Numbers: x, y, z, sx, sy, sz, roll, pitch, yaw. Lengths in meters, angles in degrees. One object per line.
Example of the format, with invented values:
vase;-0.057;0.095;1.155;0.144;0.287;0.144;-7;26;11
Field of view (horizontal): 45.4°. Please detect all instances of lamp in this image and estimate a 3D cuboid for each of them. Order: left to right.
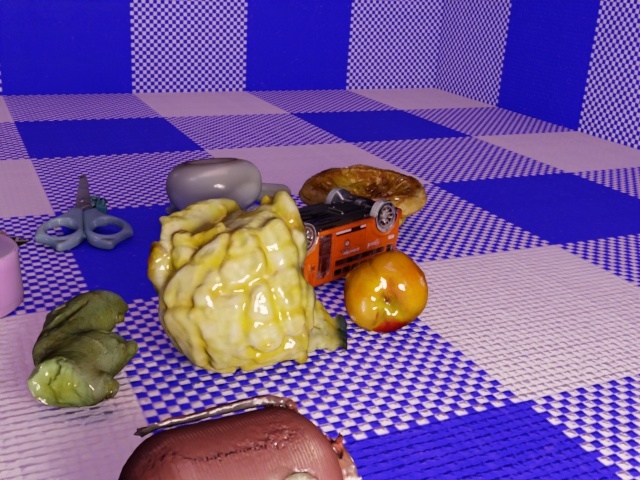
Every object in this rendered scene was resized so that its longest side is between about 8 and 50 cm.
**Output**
lamp;-0.087;0.242;0.710;0.258;0.180;0.180;-5;22;-28

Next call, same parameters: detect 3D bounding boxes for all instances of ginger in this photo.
ginger;-0.330;0.147;1.074;0.137;0.089;0.290;-21;21;-12

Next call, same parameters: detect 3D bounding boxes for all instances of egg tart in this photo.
egg tart;0.093;-0.084;1.725;0.290;0.115;0.290;1;21;0

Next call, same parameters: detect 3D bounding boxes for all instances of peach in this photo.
peach;0.107;0.085;1.244;0.138;0.138;0.138;3;20;-1

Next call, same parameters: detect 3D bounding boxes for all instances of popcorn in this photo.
popcorn;-0.115;0.060;1.111;0.237;0.293;0.293;-12;17;12

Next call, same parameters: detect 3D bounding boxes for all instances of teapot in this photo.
teapot;-0.184;-0.110;1.693;0.318;0.149;0.220;-8;14;-24

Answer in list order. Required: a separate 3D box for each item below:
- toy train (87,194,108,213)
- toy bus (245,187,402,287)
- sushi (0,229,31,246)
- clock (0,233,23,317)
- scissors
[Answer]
toy train;-0.507;-0.081;1.740;0.045;0.029;0.092;7;18;-14
toy bus;0.000;0.000;1.425;0.143;0.153;0.329;19;24;40
sushi;-0.656;-0.003;1.501;0.120;0.026;0.126;11;22;17
clock;-0.658;0.047;1.258;0.338;0.102;0.338;4;20;-1
scissors;-0.510;-0.067;1.651;0.191;0.029;0.360;-4;27;-16
